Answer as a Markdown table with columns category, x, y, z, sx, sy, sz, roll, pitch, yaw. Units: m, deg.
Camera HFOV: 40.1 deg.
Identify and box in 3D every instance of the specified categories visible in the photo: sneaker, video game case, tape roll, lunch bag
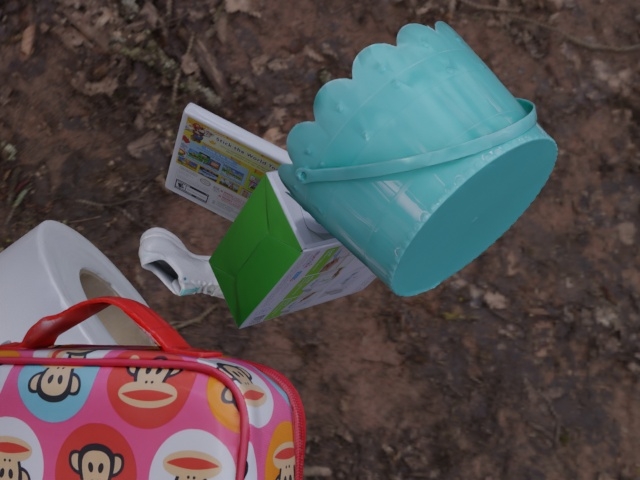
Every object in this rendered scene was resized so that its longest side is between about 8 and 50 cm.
| category | x | y | z | sx | sy | sz | roll | pitch | yaw |
| --- | --- | --- | --- | --- | --- | --- | --- | --- | --- |
| sneaker | -0.211 | 0.065 | 1.466 | 0.212 | 0.080 | 0.094 | 27 | 32 | -22 |
| video game case | -0.120 | -0.093 | 1.344 | 0.227 | 0.206 | 0.026 | 27 | 56 | -2 |
| tape roll | -0.257 | 0.118 | 0.977 | 0.100 | 0.286 | 0.286 | -37 | 105 | 2 |
| lunch bag | -0.159 | 0.167 | 0.603 | 0.120 | 0.293 | 0.258 | 16 | 76 | -67 |

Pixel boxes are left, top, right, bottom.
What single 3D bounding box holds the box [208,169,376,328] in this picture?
| category | x | y | z | sx | sy | sz | roll | pitch | yaw |
| --- | --- | --- | --- | --- | --- | --- | --- | --- | --- |
| box | 0.000 | 0.000 | 1.248 | 0.231 | 0.262 | 0.127 | -16 | 71 | -31 |

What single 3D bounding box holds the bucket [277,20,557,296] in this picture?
| category | x | y | z | sx | sy | sz | roll | pitch | yaw |
| --- | --- | --- | --- | --- | --- | --- | --- | --- | --- |
| bucket | 0.115 | -0.084 | 0.983 | 0.281 | 0.281 | 0.183 | -29 | 64 | -27 |
